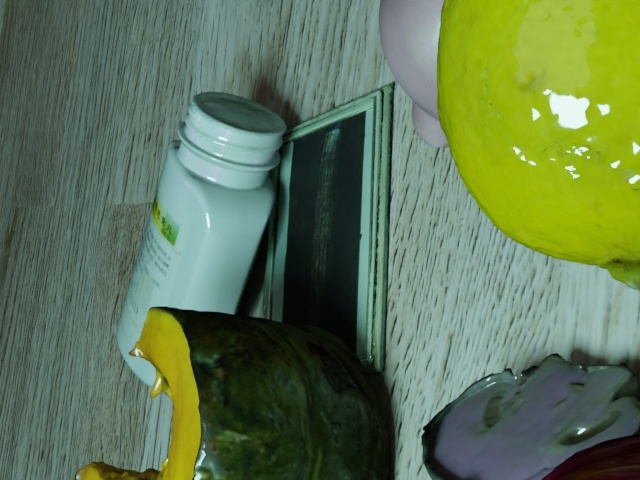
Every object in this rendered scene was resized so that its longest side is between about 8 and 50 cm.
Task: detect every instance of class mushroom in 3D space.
[{"bbox_3d":[0.162,0.165,0.831,0.188,0.141,0.117,8,122,55],"label":"mushroom"}]

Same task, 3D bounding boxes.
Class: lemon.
[{"bbox_3d":[0.196,-0.123,0.731,0.260,0.260,0.284,31,107,57],"label":"lemon"}]

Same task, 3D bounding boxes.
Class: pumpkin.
[{"bbox_3d":[-0.081,0.223,1.081,0.256,0.225,0.303,53,128,48],"label":"pumpkin"}]

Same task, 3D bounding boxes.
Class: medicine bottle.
[{"bbox_3d":[-0.137,-0.002,1.331,0.179,0.124,0.324,-123,45,-55],"label":"medicine bottle"}]

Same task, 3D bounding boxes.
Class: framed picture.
[{"bbox_3d":[0.000,0.000,1.228,0.231,0.018,0.293,-17,67,56],"label":"framed picture"}]

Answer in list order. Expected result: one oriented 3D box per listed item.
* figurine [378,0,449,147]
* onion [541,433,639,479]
[{"bbox_3d":[0.130,-0.169,0.929,0.173,0.173,0.173,-23,62,54],"label":"figurine"},{"bbox_3d":[0.226,0.282,0.562,0.385,0.347,0.348,17,97,23],"label":"onion"}]
